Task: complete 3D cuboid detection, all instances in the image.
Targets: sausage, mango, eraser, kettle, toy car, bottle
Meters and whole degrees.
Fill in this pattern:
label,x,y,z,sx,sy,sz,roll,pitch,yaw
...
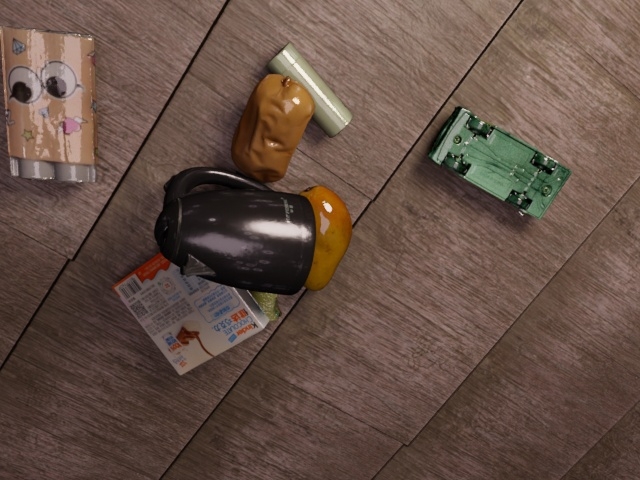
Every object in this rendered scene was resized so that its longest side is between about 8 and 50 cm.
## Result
label,x,y,z,sx,sy,sz,roll,pitch,yaw
sausage,-0.099,-0.227,1.118,0.136,0.120,0.241,25,128,-12
mango,0.000,0.000,1.233,0.139,0.113,0.253,1,111,-6
eraser,-0.533,-0.267,1.095,0.171,0.087,0.290,4,109,-6
kettle,-0.181,-0.032,1.095,0.290,0.268,0.207,8,143,-22
toy car,0.395,-0.169,1.222,0.321,0.097,0.141,25,106,-15
bottle,-0.021,-0.311,1.141,0.072,0.072,0.201,-41,109,9

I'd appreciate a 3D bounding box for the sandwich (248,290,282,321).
label,x,y,z,sx,sy,sz,roll,pitch,yaw
sandwich,-0.179,0.076,1.274,0.212,0.063,0.244,-4,111,-8

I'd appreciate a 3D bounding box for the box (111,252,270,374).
label,x,y,z,sx,sy,sz,roll,pitch,yaw
box,-0.293,0.142,1.225,0.273,0.048,0.265,-31,99,23

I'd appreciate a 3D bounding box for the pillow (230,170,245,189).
label,x,y,z,sx,sy,sz,roll,pitch,yaw
pillow,-0.144,-0.081,1.223,0.150,0.048,0.090,31,106,-13
